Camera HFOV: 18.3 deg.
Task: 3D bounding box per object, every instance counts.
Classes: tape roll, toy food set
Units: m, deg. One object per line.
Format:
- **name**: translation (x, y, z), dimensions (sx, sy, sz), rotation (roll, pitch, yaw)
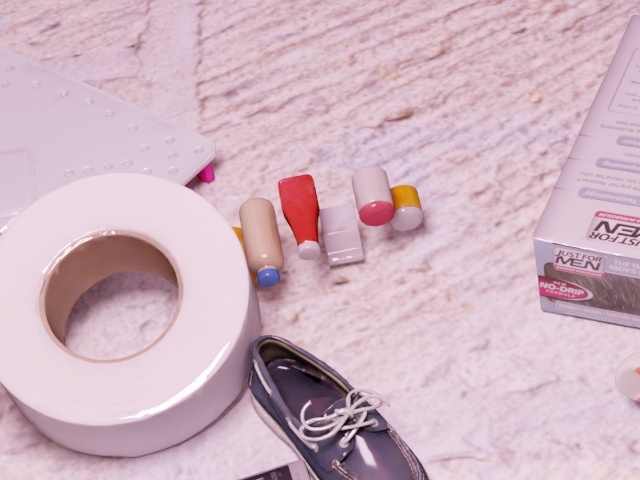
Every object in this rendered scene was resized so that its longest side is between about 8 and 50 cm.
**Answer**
- **tape roll**: translation (-0.207, 0.074, 2.041), dimensions (0.286, 0.100, 0.286), rotation (-3, 65, 6)
- **toy food set**: translation (0.000, 0.000, 2.133), dimensions (0.232, 0.111, 0.105), rotation (-11, 56, -1)

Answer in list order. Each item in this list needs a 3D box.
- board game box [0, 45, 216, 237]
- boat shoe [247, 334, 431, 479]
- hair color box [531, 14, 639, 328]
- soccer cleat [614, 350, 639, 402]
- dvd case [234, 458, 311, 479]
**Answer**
- **board game box**: translation (-0.379, -0.045, 2.293), dimensions (0.390, 0.050, 0.390), rotation (24, 54, 31)
- **boat shoe**: translation (0.017, 0.180, 1.964), dimensions (0.095, 0.079, 0.254), rotation (-29, 47, -20)
- **hair color box**: translation (0.374, -0.076, 2.127), dimensions (0.185, 0.114, 0.374), rotation (11, 48, 22)
- **soccer cleat**: translation (0.386, 0.118, 1.969), dimensions (0.196, 0.068, 0.076), rotation (-10, 29, 0)
- **dvd case**: translation (-0.117, 0.274, 1.859), dimensions (0.238, 0.030, 0.179), rotation (-19, 9, -3)
